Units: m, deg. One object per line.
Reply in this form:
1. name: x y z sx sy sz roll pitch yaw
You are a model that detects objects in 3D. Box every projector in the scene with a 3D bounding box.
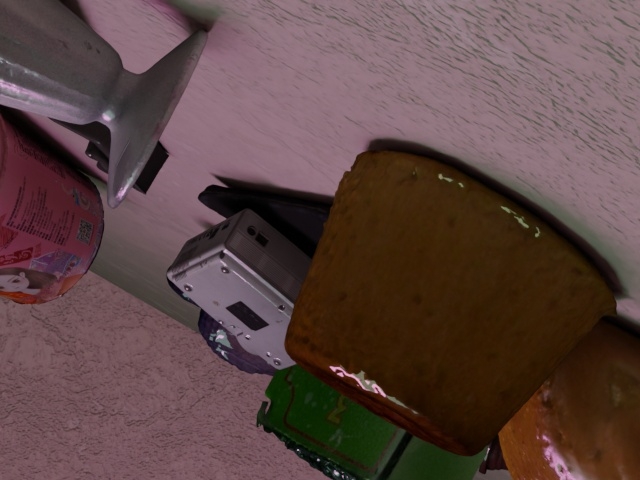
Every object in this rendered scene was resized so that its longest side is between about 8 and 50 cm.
1. projector: -0.053 0.050 1.400 0.147 0.061 0.115 41 148 -17

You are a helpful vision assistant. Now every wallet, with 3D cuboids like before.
1. wallet: -0.001 0.001 1.378 0.146 0.030 0.285 34 171 -26

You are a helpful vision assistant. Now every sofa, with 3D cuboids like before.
1. sofa: -0.207 -0.096 1.440 0.085 0.060 0.147 29 171 17

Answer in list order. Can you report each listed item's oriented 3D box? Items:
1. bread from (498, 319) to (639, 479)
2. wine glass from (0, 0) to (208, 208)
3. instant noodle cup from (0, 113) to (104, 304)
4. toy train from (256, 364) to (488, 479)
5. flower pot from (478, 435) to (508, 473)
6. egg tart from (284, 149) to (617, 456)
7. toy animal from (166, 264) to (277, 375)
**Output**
1. bread: 0.271 0.200 1.174 0.328 0.148 0.337 31 171 5
2. wine glass: -0.185 -0.117 0.960 0.197 0.165 0.165 29 172 -9
3. instant noodle cup: -0.414 -0.044 1.924 0.243 0.243 0.231 25 176 34
4. toy train: 0.062 0.145 1.448 0.132 0.188 0.243 39 169 -36
5. flower pot: 0.209 0.184 1.495 0.089 0.111 0.111 15 168 8
6. egg tart: 0.077 0.049 1.005 0.203 0.147 0.202 28 171 5
7. toy animal: -0.056 0.103 1.839 0.185 0.122 0.298 11 167 38
